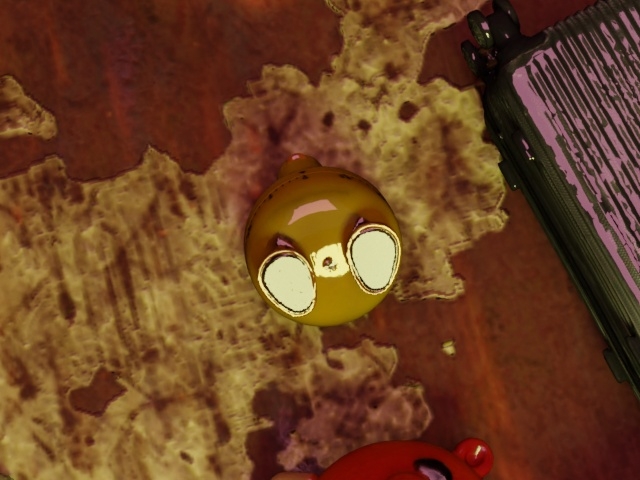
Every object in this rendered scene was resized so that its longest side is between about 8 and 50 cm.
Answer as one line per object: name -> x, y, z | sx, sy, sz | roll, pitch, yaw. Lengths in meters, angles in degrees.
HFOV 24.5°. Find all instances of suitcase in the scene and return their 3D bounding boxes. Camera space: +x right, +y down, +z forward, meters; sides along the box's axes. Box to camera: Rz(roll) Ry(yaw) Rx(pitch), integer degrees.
suitcase -> 0.239, -0.042, 0.952 | 0.202, 0.128, 0.312 | -28, 80, -4

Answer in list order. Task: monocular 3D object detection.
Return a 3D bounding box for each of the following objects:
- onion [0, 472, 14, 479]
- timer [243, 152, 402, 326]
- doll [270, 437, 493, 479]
onion -> -0.235, 0.199, 0.936 | 0.150, 0.150, 0.140 | 44, 46, 8
timer -> 0.000, 0.000, 0.981 | 0.107, 0.109, 0.107 | -2, 109, -6
doll -> 0.035, 0.215, 0.935 | 0.217, 0.085, 0.183 | -39, 84, 2
